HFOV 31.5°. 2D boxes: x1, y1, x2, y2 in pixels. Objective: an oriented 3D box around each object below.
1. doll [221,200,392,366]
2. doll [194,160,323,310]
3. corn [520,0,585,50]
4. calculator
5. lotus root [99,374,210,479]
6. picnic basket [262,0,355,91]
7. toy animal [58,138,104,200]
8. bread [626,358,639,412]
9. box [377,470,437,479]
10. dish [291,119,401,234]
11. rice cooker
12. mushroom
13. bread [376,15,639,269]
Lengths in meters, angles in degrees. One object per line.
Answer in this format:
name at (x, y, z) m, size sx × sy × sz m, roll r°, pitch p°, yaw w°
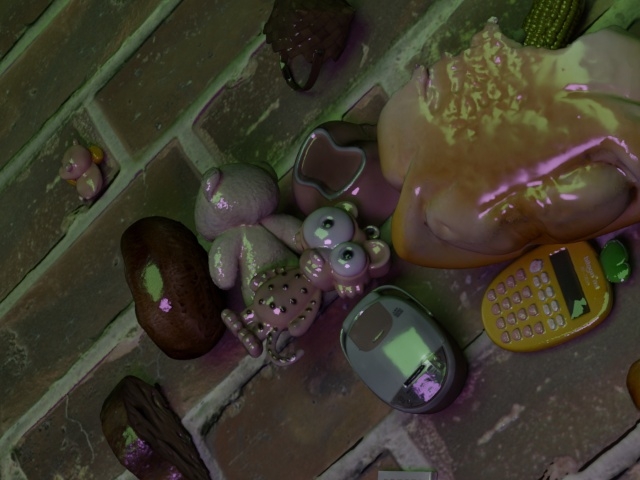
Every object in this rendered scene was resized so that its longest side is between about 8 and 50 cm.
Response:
doll at (-0.018, 0.066, 1.719) m, size 0.154 × 0.119 × 0.278 m, roll 38°, pitch 76°, yaw 24°
doll at (-0.108, 0.014, 1.820) m, size 0.149 × 0.175 × 0.278 m, roll -28°, pitch 83°, yaw 33°
corn at (0.330, -0.290, 1.712) m, size 0.080 × 0.080 × 0.238 m, roll 22°, pitch 84°, yaw 37°
calculator at (0.333, 0.074, 1.606) m, size 0.235 × 0.032 × 0.146 m, roll -28°, pitch 60°, yaw 24°
lotus root at (-0.275, 0.327, 1.840) m, size 0.074 × 0.170 × 0.261 m, roll -44°, pitch 50°, yaw 8°
picnic basket at (-0.031, -0.341, 1.941) m, size 0.128 × 0.137 × 0.178 m, roll 63°, pitch 143°, yaw 38°
toy animal at (-0.470, -0.134, 2.180) m, size 0.091 × 0.082 × 0.114 m, roll -20°, pitch 64°, yaw 28°
bread at (0.508, 0.185, 1.419) m, size 0.233 × 0.088 × 0.161 m, roll -27°, pitch 55°, yaw 26°
box at (0.120, 0.415, 1.626) m, size 0.090 × 0.024 × 0.167 m, roll -6°, pitch 70°, yaw 32°
dish at (0.033, -0.113, 1.835) m, size 0.213 × 0.090 × 0.213 m, roll -12°, pitch 67°, yaw 30°
rice cooker at (0.123, 0.164, 1.655) m, size 0.145 × 0.127 × 0.206 m, roll -48°, pitch 51°, yaw 8°
mushroom at (-0.243, 0.076, 1.859) m, size 0.153 × 0.253 × 0.253 m, roll -24°, pitch 58°, yaw -6°
bread at (0.276, -0.120, 1.510) m, size 0.424 × 0.329 × 0.245 m, roll -15°, pitch 45°, yaw 30°
